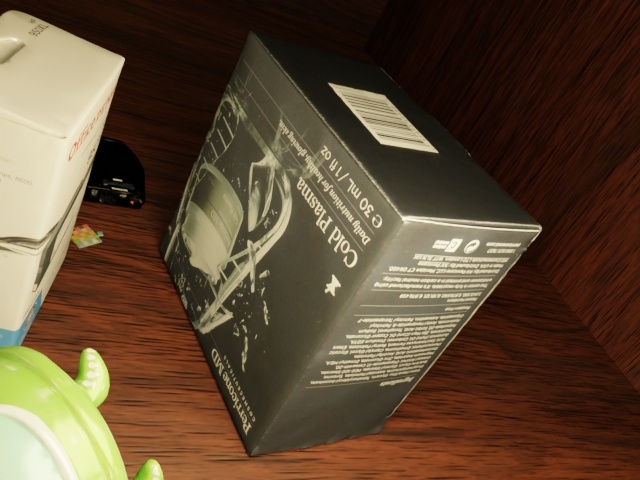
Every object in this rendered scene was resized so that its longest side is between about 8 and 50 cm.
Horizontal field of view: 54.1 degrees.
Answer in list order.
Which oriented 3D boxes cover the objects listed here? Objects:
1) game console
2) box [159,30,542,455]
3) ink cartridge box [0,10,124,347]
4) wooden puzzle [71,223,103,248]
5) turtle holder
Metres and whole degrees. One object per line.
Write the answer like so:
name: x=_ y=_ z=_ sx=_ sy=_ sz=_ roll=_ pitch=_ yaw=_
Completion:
game console: x=-0.534 y=-0.163 z=1.260 sx=0.361 sy=0.044 sz=0.213 roll=10 pitch=34 yaw=-32
box: x=0.000 y=0.000 z=1.039 sx=0.297 sy=0.472 sz=0.480 roll=2 pitch=40 yaw=-37
ink cartridge box: x=-0.423 y=-0.065 z=0.849 sx=0.166 sy=0.395 sz=0.285 roll=20 pitch=32 yaw=-15
wooden puzzle: x=-0.434 y=-0.008 z=1.144 sx=0.049 sy=0.006 sz=0.083 roll=40 pitch=31 yaw=17
turtle holder: x=-0.320 y=0.278 z=0.620 sx=0.243 sy=0.320 sz=0.227 roll=7 pitch=18 yaw=28
